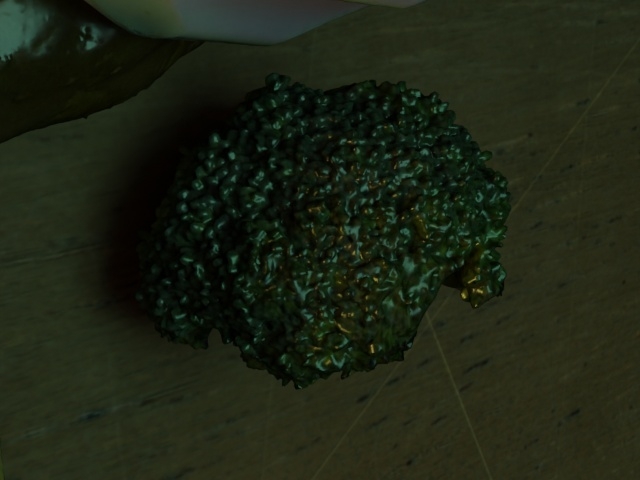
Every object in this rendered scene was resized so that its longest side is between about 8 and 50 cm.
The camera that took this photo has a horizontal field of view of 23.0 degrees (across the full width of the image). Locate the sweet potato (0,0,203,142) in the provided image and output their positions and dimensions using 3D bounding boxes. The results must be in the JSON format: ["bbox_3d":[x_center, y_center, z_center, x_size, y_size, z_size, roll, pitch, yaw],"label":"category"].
[{"bbox_3d":[-0.145,-0.182,1.106,0.369,0.158,0.158,-35,120,-42],"label":"sweet potato"}]

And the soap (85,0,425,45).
[{"bbox_3d":[-0.039,-0.269,1.029,0.446,0.156,0.261,-3,79,-56],"label":"soap"}]

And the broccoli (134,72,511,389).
[{"bbox_3d":[0.004,-0.015,1.235,0.288,0.260,0.235,11,103,-6],"label":"broccoli"}]

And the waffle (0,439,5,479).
[{"bbox_3d":[-0.286,0.121,0.901,0.114,0.261,0.376,-9,102,-42],"label":"waffle"}]
